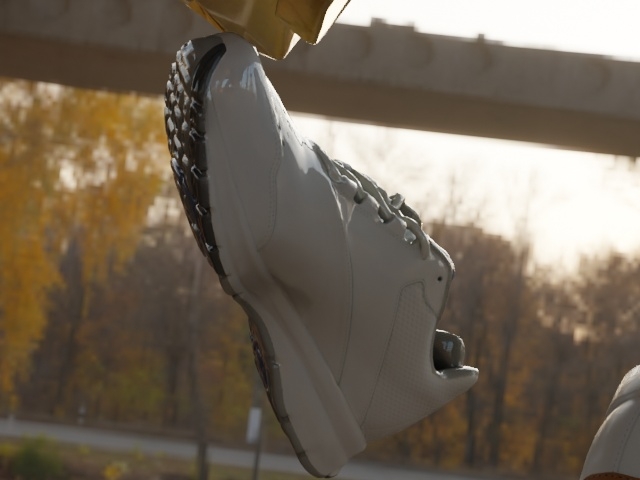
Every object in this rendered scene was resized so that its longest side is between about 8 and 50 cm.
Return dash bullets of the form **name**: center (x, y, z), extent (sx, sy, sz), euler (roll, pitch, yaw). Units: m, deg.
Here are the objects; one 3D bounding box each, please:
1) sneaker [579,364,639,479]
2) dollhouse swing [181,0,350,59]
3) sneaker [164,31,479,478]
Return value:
- **sneaker**: center (0.210, 0.183, 0.623), extent (0.290, 0.123, 0.106), euler (39, -37, -3)
- **dollhouse swing**: center (-0.065, -0.306, 0.867), extent (0.347, 0.315, 0.305), euler (37, 8, 2)
- **sneaker**: center (0.000, 0.000, 0.871), extent (0.129, 0.111, 0.297), euler (-23, -50, 0)
